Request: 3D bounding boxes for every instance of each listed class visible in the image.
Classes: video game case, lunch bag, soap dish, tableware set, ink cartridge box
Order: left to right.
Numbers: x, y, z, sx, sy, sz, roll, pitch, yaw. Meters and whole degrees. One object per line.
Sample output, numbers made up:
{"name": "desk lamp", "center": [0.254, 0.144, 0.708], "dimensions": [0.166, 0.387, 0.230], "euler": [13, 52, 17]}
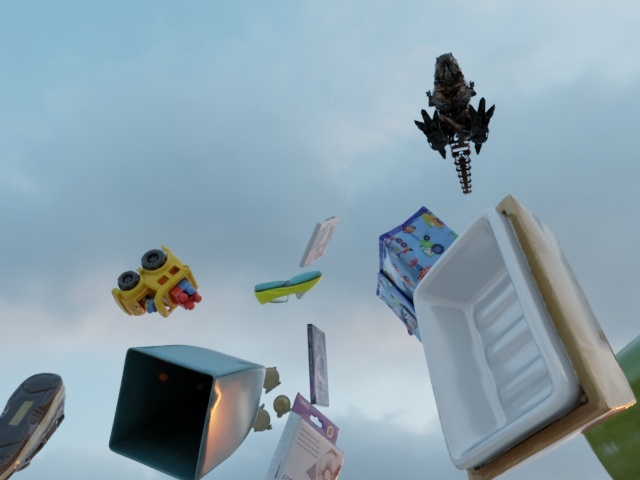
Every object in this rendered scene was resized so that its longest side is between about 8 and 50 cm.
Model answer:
{"name": "tableware set", "center": [-0.158, 0.454, 1.586], "dimensions": [0.141, 0.168, 0.020], "euler": [-33, -25, 9]}
{"name": "ink cartridge box", "center": [-0.022, 0.516, 1.333], "dimensions": [0.045, 0.223, 0.223], "euler": [-6, -42, 36]}
{"name": "video game case", "center": [-0.008, 0.451, 1.987], "dimensions": [0.026, 0.274, 0.196], "euler": [-7, -21, 13]}
{"name": "video game case", "center": [0.000, 0.000, 1.696], "dimensions": [0.019, 0.143, 0.157], "euler": [32, -65, 17]}
{"name": "lunch bag", "center": [0.223, 0.114, 1.158], "dimensions": [0.138, 0.221, 0.293], "euler": [-32, -28, -25]}
{"name": "soap dish", "center": [0.233, 0.124, 0.689], "dimensions": [0.118, 0.290, 0.228], "euler": [11, -44, -20]}

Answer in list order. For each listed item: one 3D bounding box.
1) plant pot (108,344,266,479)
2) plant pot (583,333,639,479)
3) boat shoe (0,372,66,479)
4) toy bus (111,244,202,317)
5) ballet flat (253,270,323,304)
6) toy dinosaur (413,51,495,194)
{"name": "plant pot", "center": [-0.197, 0.267, 0.937], "dimensions": [0.166, 0.165, 0.234], "euler": [11, 1, 23]}
{"name": "plant pot", "center": [0.723, 0.338, 1.121], "dimensions": [0.353, 0.366, 0.366], "euler": [-36, -52, 22]}
{"name": "boat shoe", "center": [-0.461, 0.315, 0.828], "dimensions": [0.095, 0.257, 0.095], "euler": [7, -63, 10]}
{"name": "toy bus", "center": [-0.470, 0.155, 1.653], "dimensions": [0.220, 0.212, 0.149], "euler": [-45, -30, -27]}
{"name": "ballet flat", "center": [-0.098, 0.157, 1.771], "dimensions": [0.231, 0.077, 0.077], "euler": [-14, -72, 3]}
{"name": "toy dinosaur", "center": [0.330, -0.277, 1.307], "dimensions": [0.164, 0.218, 0.321], "euler": [-31, -83, 19]}
